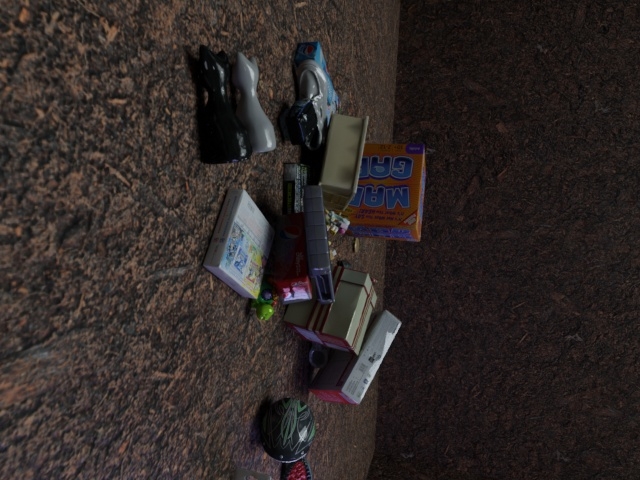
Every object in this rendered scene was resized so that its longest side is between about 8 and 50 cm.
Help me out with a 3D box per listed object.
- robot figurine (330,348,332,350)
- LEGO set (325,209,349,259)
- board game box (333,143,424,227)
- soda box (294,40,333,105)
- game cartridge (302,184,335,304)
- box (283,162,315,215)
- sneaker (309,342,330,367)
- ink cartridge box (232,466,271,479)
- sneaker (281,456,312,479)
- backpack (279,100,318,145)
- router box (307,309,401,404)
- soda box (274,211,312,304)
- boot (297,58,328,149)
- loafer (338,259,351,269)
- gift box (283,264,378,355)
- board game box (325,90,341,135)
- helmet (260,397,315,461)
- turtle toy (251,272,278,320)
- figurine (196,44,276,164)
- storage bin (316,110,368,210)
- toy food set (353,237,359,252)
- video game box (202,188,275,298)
[{"bbox_3d":[0.117,0.442,1.790,0.278,0.174,0.209,-67,165,-46],"label":"robot figurine"},{"bbox_3d":[0.000,0.000,1.417,0.107,0.132,0.287,-55,173,-30],"label":"LEGO set"},{"bbox_3d":[0.286,-0.211,1.858,0.356,0.356,0.356,33,63,-71],"label":"board game box"},{"bbox_3d":[-0.016,-0.527,1.293,0.210,0.067,0.071,57,40,-64],"label":"soda box"},{"bbox_3d":[-0.003,0.026,1.115,0.355,0.068,0.230,80,0,-67],"label":"game cartridge"},{"bbox_3d":[-0.064,-0.143,1.269,0.184,0.045,0.190,-23,115,-74],"label":"box"},{"bbox_3d":[0.006,0.369,1.574,0.115,0.090,0.232,-41,142,-76],"label":"sneaker"},{"bbox_3d":[-0.176,0.663,0.987,0.061,0.104,0.181,60,38,-62],"label":"ink cartridge box"},{"bbox_3d":[-0.084,0.843,1.396,0.125,0.104,0.261,-90,-176,-77],"label":"sneaker"},{"bbox_3d":[-0.061,-0.341,1.154,0.105,0.084,0.114,72,35,-48],"label":"backpack"},{"bbox_3d":[0.122,0.432,1.501,0.335,0.082,0.301,-54,-172,-28],"label":"router box"},{"bbox_3d":[-0.073,0.039,1.083,0.263,0.084,0.092,-96,177,-48],"label":"soda box"},{"bbox_3d":[-0.024,-0.406,1.242,0.258,0.095,0.123,76,18,-48],"label":"boot"},{"bbox_3d":[0.095,0.173,1.859,0.061,0.062,0.170,31,59,-47],"label":"loafer"},{"bbox_3d":[0.041,0.217,1.375,0.276,0.255,0.258,68,40,-62],"label":"gift box"},{"bbox_3d":[0.030,-0.479,1.502,0.211,0.039,0.160,14,81,-72],"label":"board game box"},{"bbox_3d":[-0.092,0.533,1.139,0.161,0.170,0.169,98,7,-56],"label":"helmet"},{"bbox_3d":[-0.142,0.143,1.041,0.095,0.066,0.130,67,31,-56],"label":"turtle toy"},{"bbox_3d":[-0.170,-0.279,0.828,0.215,0.092,0.209,-51,137,-64],"label":"figurine"},{"bbox_3d":[0.061,-0.261,1.392,0.260,0.123,0.262,119,-19,-79],"label":"storage bin"},{"bbox_3d":[0.192,0.024,2.184,0.083,0.020,0.082,-39,131,-67],"label":"toy food set"},{"bbox_3d":[-0.177,0.014,0.928,0.205,0.048,0.187,62,34,-60],"label":"video game box"}]
